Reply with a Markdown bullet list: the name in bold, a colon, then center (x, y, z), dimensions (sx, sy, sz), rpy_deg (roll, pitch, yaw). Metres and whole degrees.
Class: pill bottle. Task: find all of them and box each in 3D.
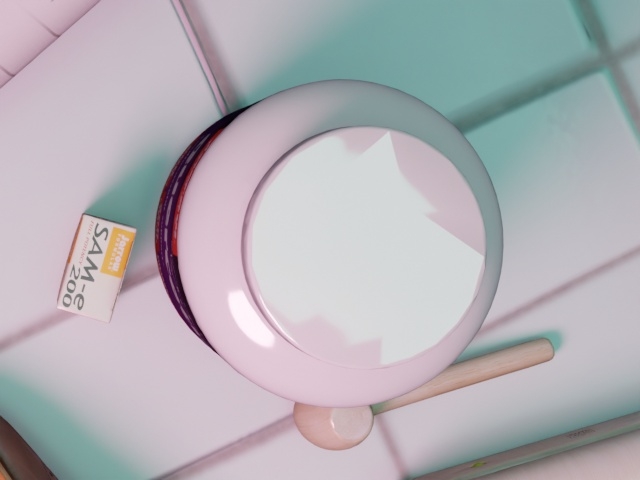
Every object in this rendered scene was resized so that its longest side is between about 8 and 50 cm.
- **pill bottle**: center (0.000, 0.000, 1.111), dimensions (0.181, 0.323, 0.182), rpy_deg (0, 91, -8)

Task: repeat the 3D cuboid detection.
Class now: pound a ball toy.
- **pound a ball toy**: center (0.162, 0.158, 1.233), dimensions (0.319, 0.136, 0.208), rpy_deg (-15, 93, -8)

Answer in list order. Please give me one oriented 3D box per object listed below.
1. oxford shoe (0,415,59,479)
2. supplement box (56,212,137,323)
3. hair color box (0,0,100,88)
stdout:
- **oxford shoe**: center (-0.133, 0.245, 1.219), dimensions (0.132, 0.130, 0.364), rpy_deg (-31, 86, -44)
- **supplement box**: center (-0.143, 0.016, 1.204), dimensions (0.036, 0.098, 0.062), rpy_deg (16, 88, -8)
- **hair color box**: center (-0.196, -0.213, 1.086), dimensions (0.374, 0.114, 0.185), rpy_deg (-38, 120, 19)
